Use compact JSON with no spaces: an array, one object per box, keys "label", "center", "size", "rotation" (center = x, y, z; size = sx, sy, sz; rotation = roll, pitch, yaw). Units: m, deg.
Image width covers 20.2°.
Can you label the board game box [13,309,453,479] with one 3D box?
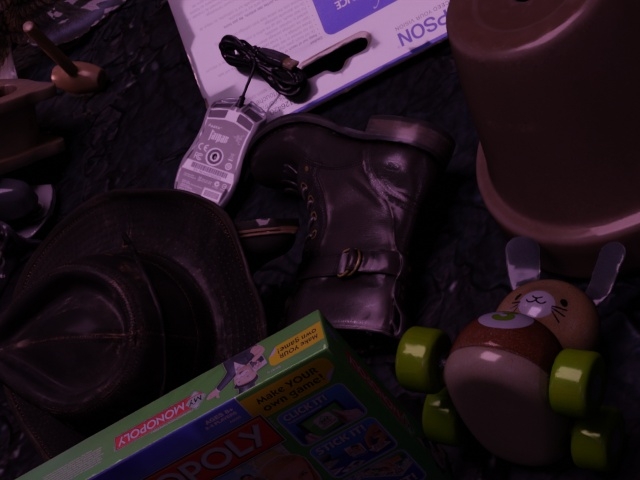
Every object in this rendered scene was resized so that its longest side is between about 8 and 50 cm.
[{"label":"board game box","center":[-0.080,0.201,1.434],"size":[0.317,0.213,0.046],"rotation":[-30,42,13]}]

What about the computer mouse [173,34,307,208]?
[{"label":"computer mouse","center":[-0.090,-0.108,1.825],"size":[0.106,0.042,0.193],"rotation":[21,81,21]}]

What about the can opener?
[{"label":"can opener","center":[-0.420,-0.039,1.990],"size":[0.283,0.095,0.076],"rotation":[-1,53,28]}]

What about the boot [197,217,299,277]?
[{"label":"boot","center":[-0.084,0.065,1.635],"size":[0.198,0.077,0.137],"rotation":[-25,70,43]}]

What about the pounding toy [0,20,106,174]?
[{"label":"pounding toy","center":[-0.373,-0.160,1.981],"size":[0.154,0.155,0.269],"rotation":[2,18,31]}]

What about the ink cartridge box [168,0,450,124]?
[{"label":"ink cartridge box","center":[-0.013,-0.279,1.889],"size":[0.303,0.072,0.307],"rotation":[-26,71,15]}]

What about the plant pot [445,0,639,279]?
[{"label":"plant pot","center":[0.216,-0.135,1.499],"size":[0.263,0.229,0.263],"rotation":[-21,44,23]}]

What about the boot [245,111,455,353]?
[{"label":"boot","center":[0.000,0.000,1.653],"size":[0.263,0.091,0.229],"rotation":[-2,61,45]}]

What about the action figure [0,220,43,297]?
[{"label":"action figure","center":[-0.392,0.094,1.826],"size":[0.164,0.141,0.275],"rotation":[12,47,40]}]

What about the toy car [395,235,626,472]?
[{"label":"toy car","center":[0.171,0.069,1.416],"size":[0.155,0.149,0.188],"rotation":[7,55,28]}]

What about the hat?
[{"label":"hat","center":[-0.206,0.097,1.596],"size":[0.331,0.134,0.331],"rotation":[-3,86,38]}]

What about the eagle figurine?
[{"label":"eagle figurine","center":[-0.357,-0.317,2.158],"size":[0.298,0.225,0.226],"rotation":[-32,76,-37]}]
